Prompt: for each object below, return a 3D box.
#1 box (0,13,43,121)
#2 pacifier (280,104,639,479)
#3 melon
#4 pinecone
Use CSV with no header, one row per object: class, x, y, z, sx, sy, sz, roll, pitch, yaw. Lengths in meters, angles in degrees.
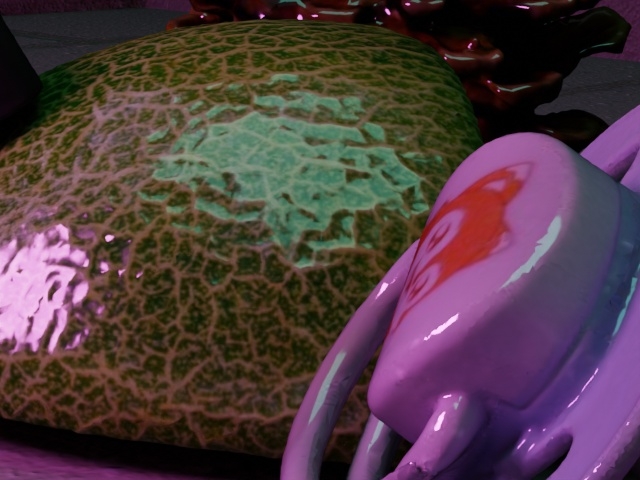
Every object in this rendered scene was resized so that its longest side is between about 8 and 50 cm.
box,-0.332,-0.033,1.168,0.350,0.058,0.211,-33,18,-6
pacifier,0.134,0.078,0.895,0.233,0.244,0.299,33,42,-8
melon,-0.086,0.019,1.125,0.343,0.331,0.226,-2,-33,-12
pinecone,0.075,-0.172,1.680,0.398,0.397,0.398,2,11,0
